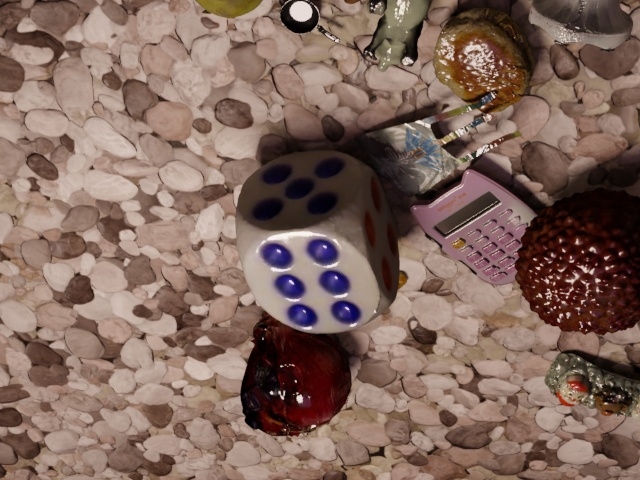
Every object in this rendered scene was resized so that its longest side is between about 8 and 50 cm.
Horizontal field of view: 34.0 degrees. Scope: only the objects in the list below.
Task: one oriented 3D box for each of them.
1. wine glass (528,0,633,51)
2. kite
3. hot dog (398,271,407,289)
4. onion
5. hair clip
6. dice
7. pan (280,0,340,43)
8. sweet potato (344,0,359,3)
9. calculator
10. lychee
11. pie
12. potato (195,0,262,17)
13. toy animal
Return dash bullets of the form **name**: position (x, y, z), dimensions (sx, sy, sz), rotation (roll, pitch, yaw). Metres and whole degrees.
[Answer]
- **wine glass**: position (0.418, -0.411, 1.601), dimensions (0.164, 0.165, 0.197), rotation (10, 122, 1)
- **kite**: position (0.217, -0.166, 1.872), dimensions (0.310, 0.015, 0.169), rotation (-16, 126, 40)
- **hot dog**: position (0.134, 0.094, 2.125), dimensions (0.090, 0.034, 0.030), rotation (-25, 122, 25)
- **onion**: position (-0.062, 0.304, 2.218), dimensions (0.280, 0.221, 0.281), rotation (19, 125, 30)
- **hair clip**: position (0.633, 0.331, 2.196), dimensions (0.321, 0.091, 0.138), rotation (11, 132, 2)
- **dice**: position (0.000, 0.000, 1.931), dimensions (0.243, 0.251, 0.259), rotation (-7, 128, 16)
- **pan**: position (-0.014, -0.372, 1.778), dimensions (0.115, 0.023, 0.068), rotation (32, 126, -13)
- **sweet potato**: position (0.090, -0.486, 1.643), dimensions (0.067, 0.067, 0.274), rotation (17, 132, -4)
- **calculator**: position (0.322, -0.021, 2.000), dimensions (0.194, 0.043, 0.294), rotation (-35, 119, 30)
- **lychee**: position (0.497, 0.036, 1.871), dimensions (0.300, 0.264, 0.264), rotation (-8, 127, 11)
- **pie**: position (0.274, -0.296, 1.760), dimensions (0.163, 0.079, 0.193), rotation (-22, 124, 31)
- **potato**: position (-0.164, -0.476, 1.648), dimensions (0.169, 0.143, 0.248), rotation (-36, 118, -12)
- **toy animal**: position (0.129, -0.366, 1.702), dimensions (0.093, 0.121, 0.225), rotation (14, 135, 9)
